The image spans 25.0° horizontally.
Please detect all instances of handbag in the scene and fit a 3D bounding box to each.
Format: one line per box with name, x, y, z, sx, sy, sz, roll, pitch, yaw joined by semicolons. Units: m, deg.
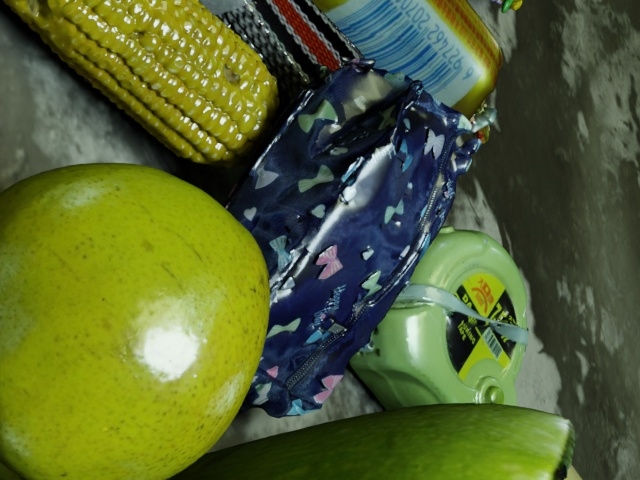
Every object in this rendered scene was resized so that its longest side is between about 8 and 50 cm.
handbag;0.000;0.000;1.005;0.260;0.113;0.162;-57;144;-7

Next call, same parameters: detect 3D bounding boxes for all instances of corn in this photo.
corn;-0.117;-0.132;0.961;0.261;0.097;0.097;39;49;-41

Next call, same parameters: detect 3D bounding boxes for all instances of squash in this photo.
squash;0.038;0.206;0.873;0.210;0.308;0.234;64;36;-18

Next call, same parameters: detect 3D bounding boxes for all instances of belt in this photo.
belt;-0.066;-0.197;1.048;0.360;0.126;0.094;63;26;-29

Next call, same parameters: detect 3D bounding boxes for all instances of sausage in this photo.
sausage;0.072;-0.183;1.238;0.317;0.117;0.125;41;54;-43

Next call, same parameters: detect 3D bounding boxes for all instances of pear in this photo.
pear;-0.125;0.052;0.816;0.198;0.198;0.198;24;59;-49

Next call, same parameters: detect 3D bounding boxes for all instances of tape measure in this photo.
tape measure;0.097;0.077;1.192;0.200;0.106;0.175;49;56;-32

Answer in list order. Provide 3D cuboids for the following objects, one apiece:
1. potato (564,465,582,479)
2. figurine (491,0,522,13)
potato;0.119;0.264;1.003;0.116;0.299;0.239;41;76;10
figurine;0.196;-0.272;1.474;0.156;0.094;0.115;-79;164;-59
